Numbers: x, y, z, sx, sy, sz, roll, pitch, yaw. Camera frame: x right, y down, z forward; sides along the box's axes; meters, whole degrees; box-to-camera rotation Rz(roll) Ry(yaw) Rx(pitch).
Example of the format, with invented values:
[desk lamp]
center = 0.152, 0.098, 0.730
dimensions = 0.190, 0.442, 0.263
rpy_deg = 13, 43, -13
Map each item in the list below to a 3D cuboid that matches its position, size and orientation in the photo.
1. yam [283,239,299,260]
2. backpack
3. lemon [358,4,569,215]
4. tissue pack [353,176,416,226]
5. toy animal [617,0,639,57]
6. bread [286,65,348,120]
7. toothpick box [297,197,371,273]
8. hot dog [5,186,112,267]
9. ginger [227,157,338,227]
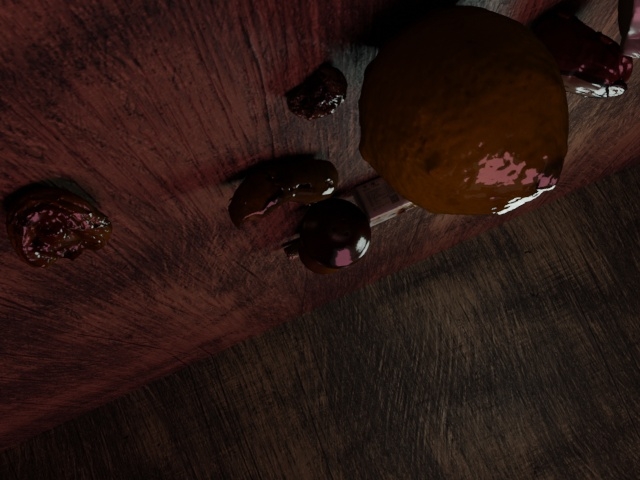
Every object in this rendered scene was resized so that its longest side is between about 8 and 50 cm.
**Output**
[yam]
center = 0.000, 0.000, 2.229
dimensions = 0.241, 0.057, 0.057
rpy_deg = -23, 166, -17
[backpack]
center = 0.526, -0.371, 1.490
dimensions = 0.229, 0.229, 0.139
rpy_deg = -3, 114, -57
[lemon]
center = 0.245, -0.203, 1.224
dimensions = 0.349, 0.387, 0.350
rpy_deg = -35, 151, -22
[tissue pack]
center = 0.178, -0.116, 1.995
dimensions = 0.148, 0.106, 0.099
rpy_deg = -22, 166, -7
[toy animal]
center = 0.684, -0.427, 1.310
dimensions = 0.264, 0.206, 0.271
rpy_deg = 5, -175, 12
[bread]
center = 0.002, -0.252, 1.276
dimensions = 0.113, 0.060, 0.082
rpy_deg = -36, 160, 34
[toothpick box]
center = 0.028, -0.001, 2.017
dimensions = 0.192, 0.192, 0.294
rpy_deg = -22, 171, -12
[hot dog]
center = -0.453, -0.022, 1.274
dimensions = 0.160, 0.099, 0.227
rpy_deg = -25, 164, -1
[ginger]
center = -0.063, -0.116, 1.586
dimensions = 0.309, 0.107, 0.133
rpy_deg = -19, 152, -37
